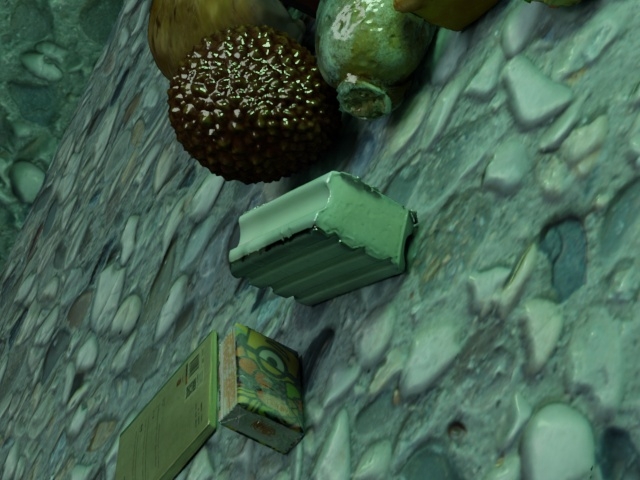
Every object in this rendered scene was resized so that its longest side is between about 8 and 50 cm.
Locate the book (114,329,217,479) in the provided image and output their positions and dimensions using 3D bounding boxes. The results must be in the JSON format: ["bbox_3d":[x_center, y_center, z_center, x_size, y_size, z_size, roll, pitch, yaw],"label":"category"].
[{"bbox_3d":[-0.240,0.295,2.117,0.282,0.025,0.215,-49,27,30],"label":"book"}]

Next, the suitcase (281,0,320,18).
[{"bbox_3d":[0.023,-0.496,2.119,0.297,0.236,0.161,-65,12,-3],"label":"suitcase"}]

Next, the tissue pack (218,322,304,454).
[{"bbox_3d":[-0.078,0.192,1.777,0.060,0.109,0.148,-47,29,29],"label":"tissue pack"}]

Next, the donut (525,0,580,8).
[{"bbox_3d":[0.298,-0.349,1.600,0.174,0.068,0.174,-43,34,38],"label":"donut"}]

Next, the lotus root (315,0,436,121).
[{"bbox_3d":[0.081,-0.340,1.926,0.175,0.175,0.349,-35,37,49],"label":"lotus root"}]

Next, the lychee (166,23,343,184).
[{"bbox_3d":[-0.085,-0.196,2.036,0.271,0.271,0.271,-46,29,35],"label":"lychee"}]

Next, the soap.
[{"bbox_3d":[0.000,0.000,1.758,0.261,0.150,0.094,-23,49,56],"label":"soap"}]

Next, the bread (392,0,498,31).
[{"bbox_3d":[0.206,-0.390,1.761,0.260,0.129,0.134,-64,24,5],"label":"bread"}]

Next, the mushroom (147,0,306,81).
[{"bbox_3d":[-0.180,-0.371,2.423,0.313,0.224,0.397,-56,26,16],"label":"mushroom"}]
